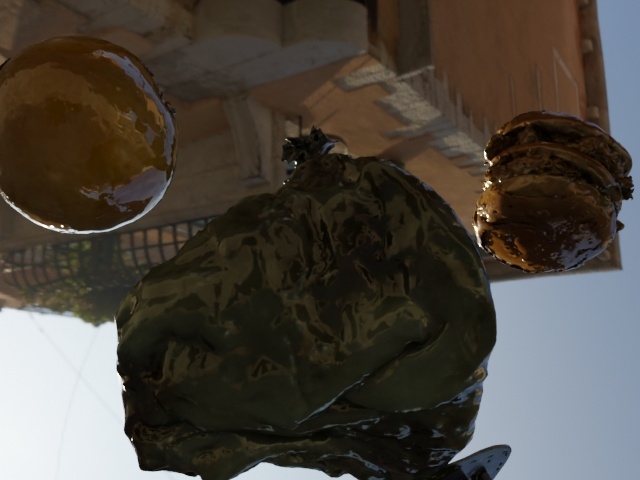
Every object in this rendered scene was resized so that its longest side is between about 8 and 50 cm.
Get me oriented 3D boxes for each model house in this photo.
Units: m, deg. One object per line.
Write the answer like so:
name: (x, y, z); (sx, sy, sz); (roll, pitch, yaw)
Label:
model house: (0.157, 0.304, 0.691); (0.088, 0.117, 0.167); (-121, -148, -42)

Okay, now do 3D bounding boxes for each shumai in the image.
shumai: (-0.038, 0.094, 0.560); (0.304, 0.263, 0.310); (-30, -102, 64)

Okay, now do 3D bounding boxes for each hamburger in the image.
hamburger: (0.386, -0.072, 1.108); (0.244, 0.261, 0.211); (15, -119, 18)

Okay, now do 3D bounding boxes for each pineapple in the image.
pineapple: (-0.033, -0.094, 1.194); (0.111, 0.119, 0.237); (-3, -113, 55)

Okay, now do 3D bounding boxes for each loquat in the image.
loquat: (-0.316, -0.139, 0.870); (0.262, 0.263, 0.263); (-9, -107, 32)
